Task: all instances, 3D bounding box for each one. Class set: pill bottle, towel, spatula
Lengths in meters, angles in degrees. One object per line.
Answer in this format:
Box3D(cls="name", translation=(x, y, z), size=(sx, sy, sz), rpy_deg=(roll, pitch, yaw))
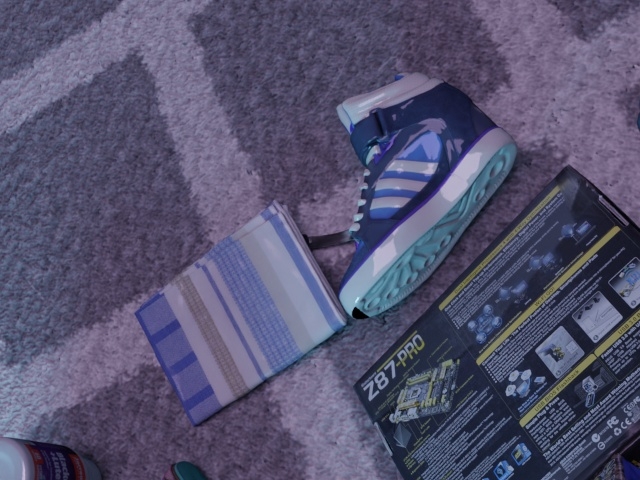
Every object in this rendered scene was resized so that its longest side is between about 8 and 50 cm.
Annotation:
Box3D(cls="pill bottle", translation=(-0.389, 0.334, 1.364), size=(0.108, 0.193, 0.108), rpy_deg=(-6, 72, 20))
Box3D(cls="towel", translation=(-0.116, 0.104, 1.395), size=(0.285, 0.034, 0.209), rpy_deg=(-36, 71, 15))
Box3D(cls="spatula", translation=(0.000, 0.000, 1.397), size=(0.296, 0.030, 0.084), rpy_deg=(-6, 72, 21))

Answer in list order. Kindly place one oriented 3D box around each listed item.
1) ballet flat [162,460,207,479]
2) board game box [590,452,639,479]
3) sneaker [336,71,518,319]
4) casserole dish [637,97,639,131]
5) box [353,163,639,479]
Box3D(cls="ballet flat", translation=(-0.141, 0.388, 1.319), size=(0.221, 0.077, 0.079), rpy_deg=(36, 108, 32))
Box3D(cls="board game box", translation=(0.292, 0.401, 0.948), size=(0.232, 0.141, 0.291), rpy_deg=(35, 109, 3))
Box3D(cls="sneaker", translation=(0.082, -0.079, 1.328), size=(0.236, 0.130, 0.323), rpy_deg=(41, 90, 28))
Box3D(cls="casserole dish", translation=(0.488, -0.154, 1.238), size=(0.188, 0.037, 0.114), rpy_deg=(34, 89, 28))
Box3D(cls="box", translation=(0.248, 0.154, 1.122), size=(0.395, 0.097, 0.318), rpy_deg=(-48, 44, 14))
